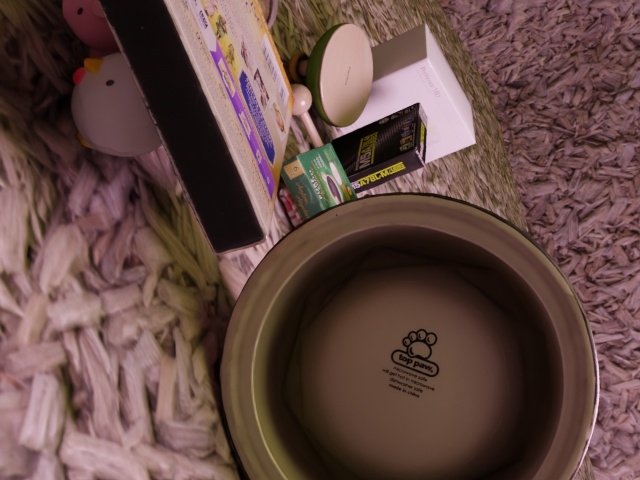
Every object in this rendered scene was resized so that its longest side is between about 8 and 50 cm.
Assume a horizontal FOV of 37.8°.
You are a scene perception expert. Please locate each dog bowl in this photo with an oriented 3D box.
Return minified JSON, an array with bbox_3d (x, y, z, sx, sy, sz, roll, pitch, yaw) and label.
[{"bbox_3d":[0.100,0.156,1.069,0.150,0.408,0.408,29,42,-79],"label":"dog bowl"}]

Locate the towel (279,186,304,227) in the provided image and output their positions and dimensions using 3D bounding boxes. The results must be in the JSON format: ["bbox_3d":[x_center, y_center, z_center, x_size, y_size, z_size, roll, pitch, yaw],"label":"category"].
[{"bbox_3d":[0.000,0.000,1.469,0.197,0.029,0.144,65,20,0],"label":"towel"}]

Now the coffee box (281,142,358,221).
[{"bbox_3d":[-0.001,-0.088,1.465,0.113,0.040,0.184,63,20,-5],"label":"coffee box"}]

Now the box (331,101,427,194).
[{"bbox_3d":[0.096,-0.154,1.638,0.045,0.184,0.191,60,22,-26],"label":"box"}]

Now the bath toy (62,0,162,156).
[{"bbox_3d":[-0.218,-0.251,1.030,0.151,0.129,0.348,13,48,-24],"label":"bath toy"}]

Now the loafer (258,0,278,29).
[{"bbox_3d":[-0.184,-0.430,1.319,0.130,0.134,0.366,5,55,-63],"label":"loafer"}]

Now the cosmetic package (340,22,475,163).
[{"bbox_3d":[0.157,-0.266,1.843,0.224,0.224,0.138,52,25,-35],"label":"cosmetic package"}]

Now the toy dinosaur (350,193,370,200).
[{"bbox_3d":[0.077,-0.007,1.455,0.200,0.127,0.296,48,22,-26],"label":"toy dinosaur"}]

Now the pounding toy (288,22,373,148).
[{"bbox_3d":[-0.007,-0.277,1.660,0.237,0.110,0.183,-61,145,-28],"label":"pounding toy"}]

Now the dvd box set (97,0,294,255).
[{"bbox_3d":[-0.118,-0.213,1.010,0.420,0.062,0.308,-86,157,-62],"label":"dvd box set"}]
